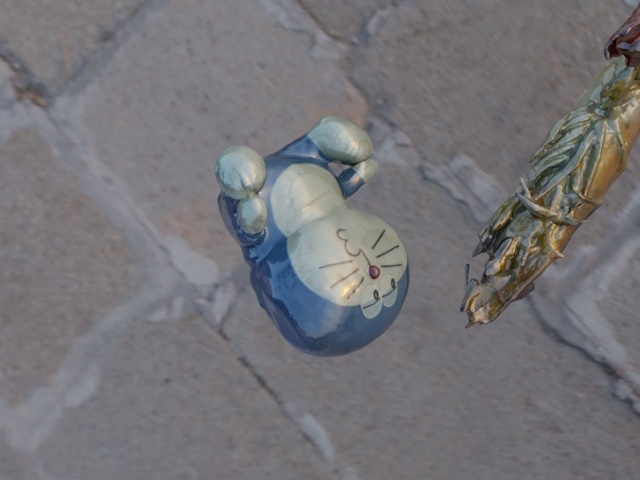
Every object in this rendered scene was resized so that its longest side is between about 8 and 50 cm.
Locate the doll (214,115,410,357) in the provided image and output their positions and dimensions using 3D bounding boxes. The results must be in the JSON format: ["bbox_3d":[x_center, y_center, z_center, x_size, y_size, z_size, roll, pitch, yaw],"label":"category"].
[{"bbox_3d":[0.000,0.000,0.538,0.050,0.076,0.083,-36,83,50],"label":"doll"}]

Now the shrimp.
[{"bbox_3d":[0.109,-0.044,0.574,0.034,0.124,0.178,35,81,10],"label":"shrimp"}]
